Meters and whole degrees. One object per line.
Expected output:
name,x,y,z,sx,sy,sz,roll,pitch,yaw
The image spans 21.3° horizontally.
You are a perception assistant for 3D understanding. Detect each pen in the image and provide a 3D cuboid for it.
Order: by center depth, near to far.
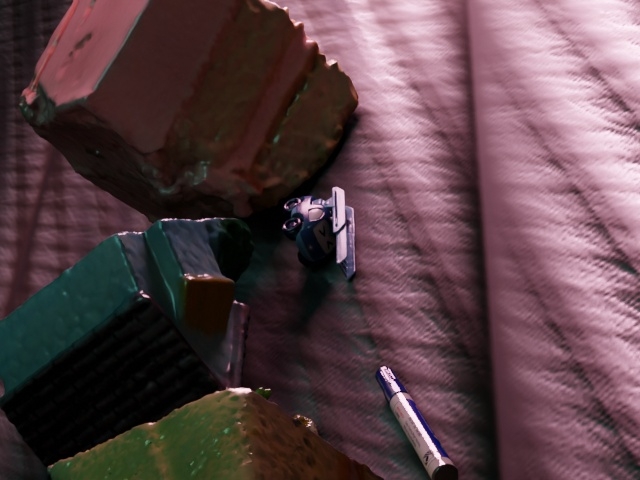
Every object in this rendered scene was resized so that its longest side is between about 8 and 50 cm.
pen,0.086,0.169,1.579,0.025,0.025,0.204,-46,25,7

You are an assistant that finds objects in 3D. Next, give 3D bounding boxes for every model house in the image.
model house,-0.176,0.147,1.869,0.280,0.230,0.248,-36,70,32

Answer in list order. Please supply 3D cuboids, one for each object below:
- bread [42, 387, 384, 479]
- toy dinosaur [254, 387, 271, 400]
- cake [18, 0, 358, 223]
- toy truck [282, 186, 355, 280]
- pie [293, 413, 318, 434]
bread,-0.042,0.303,1.278,0.242,0.346,0.405,-31,37,20
toy dinosaur,-0.037,0.234,1.604,0.194,0.177,0.152,-50,-21,27
cake,-0.172,-0.181,2.139,0.314,0.307,0.293,1,56,59
toy truck,0.000,0.000,1.911,0.074,0.063,0.136,-19,38,15
pie,-0.036,0.212,1.715,0.084,0.020,0.084,-37,28,23
